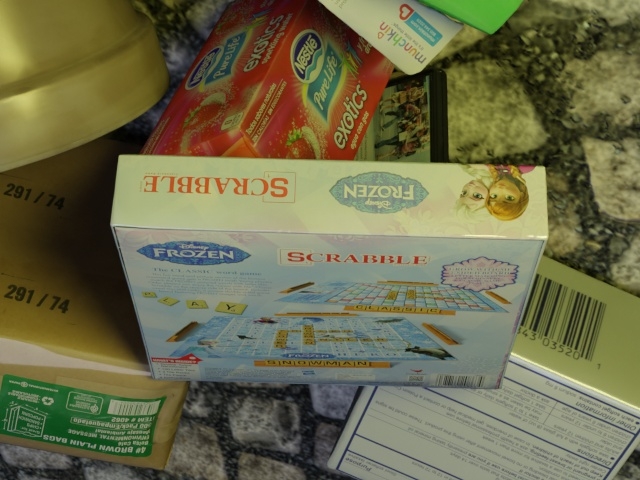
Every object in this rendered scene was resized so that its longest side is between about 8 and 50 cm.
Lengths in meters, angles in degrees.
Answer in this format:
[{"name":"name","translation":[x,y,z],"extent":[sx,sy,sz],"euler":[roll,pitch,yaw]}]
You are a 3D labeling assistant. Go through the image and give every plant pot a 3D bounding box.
[{"name":"plant pot","translation":[-0.323,-0.232,1.347],"extent":[0.323,0.323,0.280],"euler":[-3,113,27]}]

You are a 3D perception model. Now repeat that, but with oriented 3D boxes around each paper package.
[{"name":"paper package","translation":[-0.281,0.044,1.516],"extent":[0.325,0.309,0.168],"euler":[11,136,-8]}]

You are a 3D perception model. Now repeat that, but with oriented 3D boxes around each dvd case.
[{"name":"dvd case","translation":[0.017,-0.048,1.421],"extent":[0.253,0.180,0.022],"euler":[-13,161,42]}]

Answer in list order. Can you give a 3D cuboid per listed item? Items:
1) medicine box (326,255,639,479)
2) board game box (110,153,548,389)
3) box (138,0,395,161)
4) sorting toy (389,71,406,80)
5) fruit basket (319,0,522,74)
[{"name":"medicine box","translation":[0.180,0.158,1.565],"extent":[0.264,0.149,0.289],"euler":[23,137,2]},{"name":"board game box","translation":[0.007,0.035,1.242],"extent":[0.319,0.065,0.318],"euler":[2,154,0]},{"name":"box","translation":[-0.042,-0.115,1.329],"extent":[0.128,0.257,0.122],"euler":[-18,123,36]},{"name":"sorting toy","translation":[0.000,0.000,1.475],"extent":[0.041,0.229,0.307],"euler":[5,154,-44]},{"name":"fruit basket","translation":[0.056,-0.333,1.087],"extent":[0.353,0.165,0.327],"euler":[36,104,-25]}]
